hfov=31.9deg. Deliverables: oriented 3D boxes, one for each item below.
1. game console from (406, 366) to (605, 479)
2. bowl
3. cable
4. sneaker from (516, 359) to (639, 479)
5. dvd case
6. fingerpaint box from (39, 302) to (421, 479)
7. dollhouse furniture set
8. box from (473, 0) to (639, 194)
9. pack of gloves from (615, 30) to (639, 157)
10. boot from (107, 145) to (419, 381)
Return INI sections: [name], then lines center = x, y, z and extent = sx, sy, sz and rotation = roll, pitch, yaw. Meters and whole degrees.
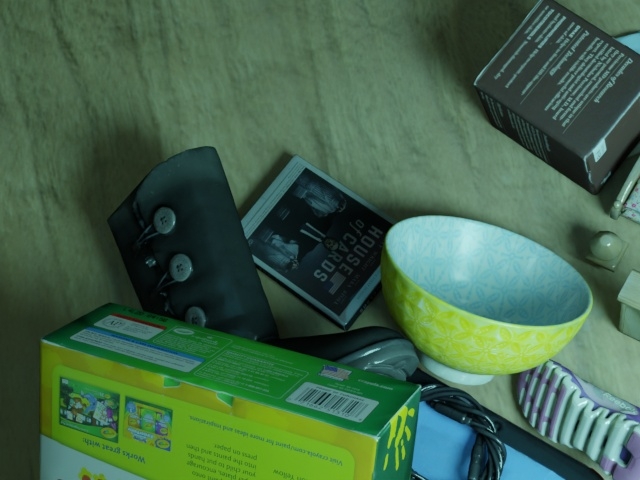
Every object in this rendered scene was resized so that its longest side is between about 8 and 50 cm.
[game console]
center = 0.156, 0.381, 1.478
extent = 0.386, 0.060, 0.342
rotation = 29, 76, 21
[bowl]
center = 0.203, 0.100, 1.512
extent = 0.289, 0.289, 0.156
rotation = 26, 118, 20
[cable]
center = 0.155, 0.263, 1.472
extent = 0.150, 0.047, 0.184
rotation = -27, 66, 2
[sneaker]
center = 0.366, 0.234, 1.485
extent = 0.236, 0.104, 0.095
rotation = 37, 120, 41
[dvd case]
center = 0.000, 0.000, 1.682
extent = 0.238, 0.029, 0.179
rotation = 34, 78, 22
[fingerpaint box]
center = -0.122, 0.314, 1.386
extent = 0.445, 0.163, 0.371
rotation = 12, 110, 22
[dollhouse furniture set]
center = 0.540, -0.021, 1.486
extent = 0.303, 0.174, 0.355
rotation = 27, 81, 20
[box]
center = 0.358, -0.205, 1.607
extent = 0.203, 0.168, 0.167
rotation = 39, 88, 23
[pack of gloves]
center = 0.514, -0.252, 1.675
extent = 0.232, 0.046, 0.195
rotation = -23, 66, 1
[boot]
center = -0.097, 0.059, 1.574
extent = 0.367, 0.146, 0.445
rotation = -31, 61, 20
